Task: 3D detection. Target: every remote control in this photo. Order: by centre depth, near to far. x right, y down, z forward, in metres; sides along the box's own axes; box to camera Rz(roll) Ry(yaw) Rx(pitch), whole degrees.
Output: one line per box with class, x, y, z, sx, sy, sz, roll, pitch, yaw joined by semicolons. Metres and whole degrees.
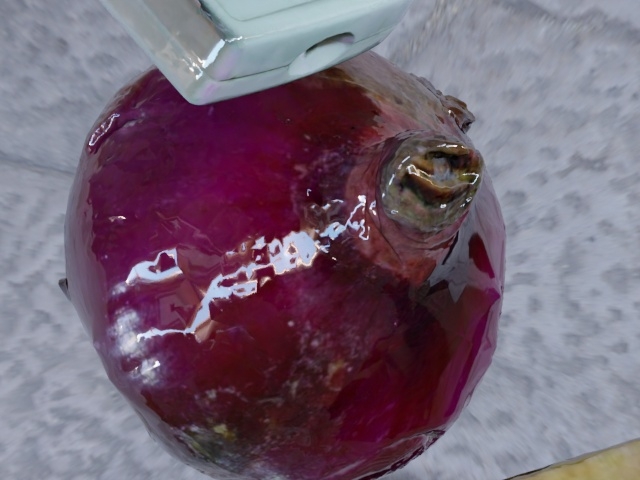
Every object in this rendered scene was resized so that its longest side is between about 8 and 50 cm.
remote control;-0.109;-0.205;0.743;0.344;0.145;0.050;48;128;11

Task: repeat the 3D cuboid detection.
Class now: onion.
onion;0.000;0.000;1.172;0.347;0.385;0.348;6;75;-24

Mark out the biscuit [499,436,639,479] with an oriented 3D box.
biscuit;0.001;0.137;0.598;0.287;0.343;0.057;-27;76;41
